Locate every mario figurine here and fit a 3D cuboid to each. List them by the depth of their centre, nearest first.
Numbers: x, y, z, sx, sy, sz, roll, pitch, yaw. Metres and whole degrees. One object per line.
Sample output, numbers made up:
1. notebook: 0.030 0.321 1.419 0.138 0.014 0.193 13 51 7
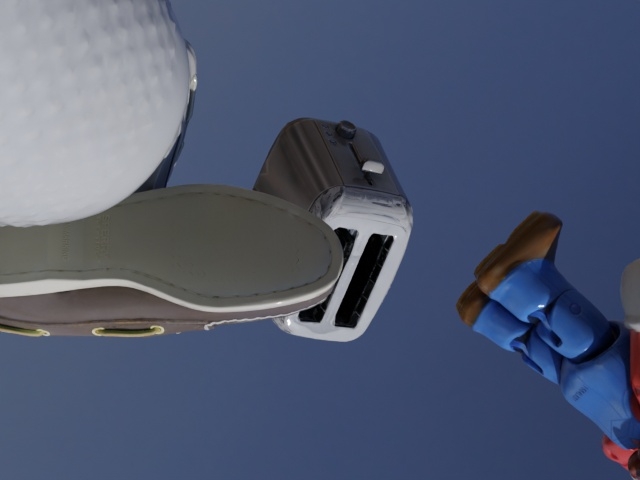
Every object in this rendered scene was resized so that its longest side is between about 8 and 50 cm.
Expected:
1. mario figurine: 0.269 0.110 1.551 0.170 0.320 0.198 -47 169 10

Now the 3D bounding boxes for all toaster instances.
1. toaster: 0.000 0.000 1.953 0.227 0.129 0.146 -66 -150 24

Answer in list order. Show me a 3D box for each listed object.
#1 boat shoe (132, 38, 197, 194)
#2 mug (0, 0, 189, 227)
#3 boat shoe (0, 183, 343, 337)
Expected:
1. boat shoe: -0.161 -0.085 1.652 0.088 0.096 0.267 -61 179 -30
2. mug: -0.284 -0.182 1.445 0.276 0.328 0.374 -49 -136 11
3. boat shoe: -0.142 0.027 1.602 0.096 0.324 0.116 85 6 -56
